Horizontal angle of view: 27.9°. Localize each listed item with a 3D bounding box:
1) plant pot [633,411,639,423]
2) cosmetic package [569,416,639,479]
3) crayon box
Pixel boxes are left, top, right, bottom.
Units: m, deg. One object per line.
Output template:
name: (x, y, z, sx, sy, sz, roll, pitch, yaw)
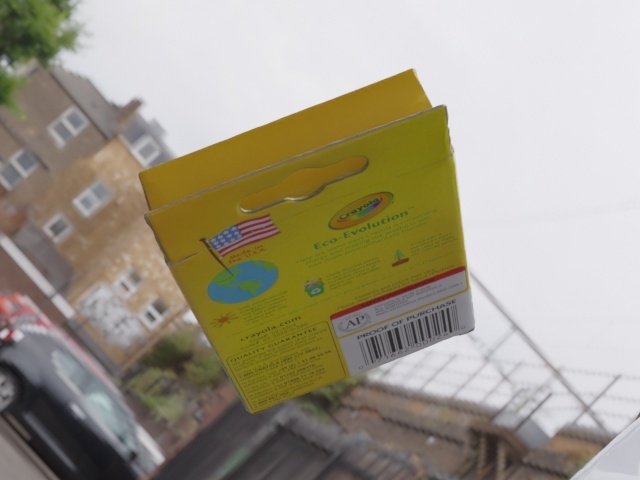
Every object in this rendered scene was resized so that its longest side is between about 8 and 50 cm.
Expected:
plant pot: (0.274, 0.174, 0.929, 0.109, 0.109, 0.096, -117, -153, -74)
cosmetic package: (0.184, 0.131, 0.353, 0.225, 0.224, 0.138, 41, -47, 22)
crayon box: (0.000, 0.000, 0.919, 0.318, 0.202, 0.081, 74, -5, -60)
